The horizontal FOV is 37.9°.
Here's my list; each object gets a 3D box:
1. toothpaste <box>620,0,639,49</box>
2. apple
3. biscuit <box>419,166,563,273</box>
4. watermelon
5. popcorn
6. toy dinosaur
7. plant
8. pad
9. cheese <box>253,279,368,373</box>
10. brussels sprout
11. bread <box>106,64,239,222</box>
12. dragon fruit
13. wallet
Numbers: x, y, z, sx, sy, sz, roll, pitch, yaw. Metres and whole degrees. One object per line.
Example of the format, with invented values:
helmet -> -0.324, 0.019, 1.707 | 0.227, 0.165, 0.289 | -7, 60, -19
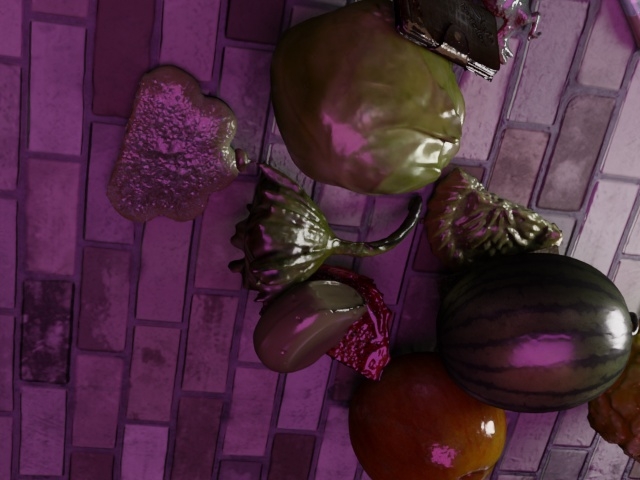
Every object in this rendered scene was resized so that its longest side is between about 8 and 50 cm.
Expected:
toothpaste -> 0.514, -0.391, 1.527 | 0.056, 0.036, 0.205 | -27, 114, 6
apple -> 0.207, 0.363, 1.764 | 0.301, 0.301, 0.302 | -3, 119, -6
biscuit -> 0.300, -0.005, 1.707 | 0.273, 0.036, 0.187 | 24, 117, -20
watermelon -> 0.382, 0.160, 1.629 | 0.359, 0.279, 0.279 | 0, 119, 2
popcorn -> 0.630, 0.283, 1.780 | 0.247, 0.282, 0.282 | -28, 119, 27
toy dinosaur -> 0.276, -0.406, 1.473 | 0.242, 0.053, 0.167 | 34, 113, -31
plant -> 0.011, -0.009, 1.550 | 0.333, 0.180, 0.251 | 7, 73, -2
pad -> 0.338, 0.088, 1.753 | 0.235, 0.003, 0.158 | -16, 137, 2
cheese -> -0.032, 0.148, 1.559 | 0.175, 0.091, 0.202 | -5, 145, -46
brussels sprout -> 0.066, -0.218, 1.426 | 0.328, 0.247, 0.328 | 1, 88, -36
bread -> -0.234, -0.143, 1.554 | 0.207, 0.056, 0.287 | 13, 117, -12
dragon fruit -> 0.018, 0.134, 1.687 | 0.261, 0.163, 0.189 | 28, 157, 3
wallet -> 0.191, -0.325, 1.390 | 0.232, 0.122, 0.031 | 14, 154, -42
